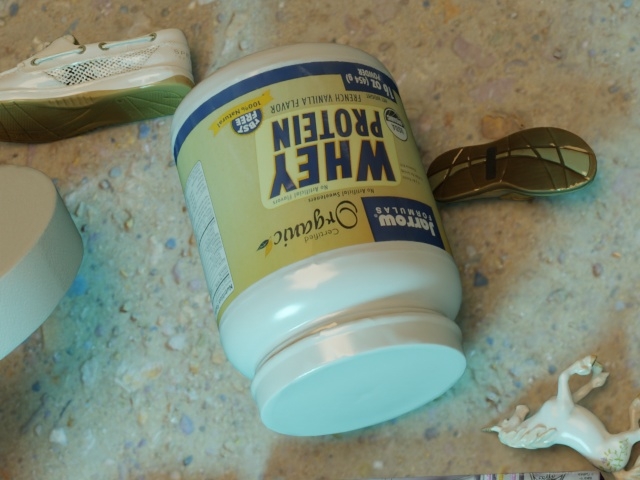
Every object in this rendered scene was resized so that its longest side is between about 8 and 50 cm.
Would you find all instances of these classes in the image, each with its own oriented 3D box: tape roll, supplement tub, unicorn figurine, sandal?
[{"bbox_3d":[-0.425,0.057,1.649,0.392,0.072,0.392,-19,28,10],"label":"tape roll"},{"bbox_3d":[0.000,0.000,1.544,0.228,0.228,0.316,-22,64,12],"label":"supplement tub"},{"bbox_3d":[0.232,0.162,1.490,0.162,0.060,0.111,34,84,28],"label":"unicorn figurine"},{"bbox_3d":[0.187,-0.064,1.604,0.180,0.049,0.072,-8,61,33],"label":"sandal"}]

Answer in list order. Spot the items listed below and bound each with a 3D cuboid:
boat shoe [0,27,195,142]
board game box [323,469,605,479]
[{"bbox_3d":[-0.269,-0.173,1.790,0.277,0.098,0.096,-7,68,8],"label":"boat shoe"},{"bbox_3d":[0.079,0.311,1.474,0.347,0.056,0.208,-6,61,20],"label":"board game box"}]
